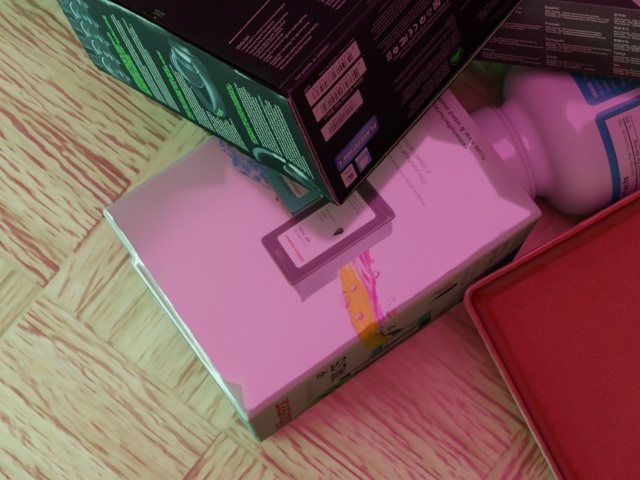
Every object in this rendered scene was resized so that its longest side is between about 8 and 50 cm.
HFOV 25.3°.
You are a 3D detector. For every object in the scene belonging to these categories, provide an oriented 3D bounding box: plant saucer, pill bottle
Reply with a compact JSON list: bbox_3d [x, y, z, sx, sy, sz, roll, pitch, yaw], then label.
[{"bbox_3d":[0.277,0.092,1.169,0.258,0.048,0.259,-29,95,-6],"label":"plant saucer"},{"bbox_3d":[0.254,-0.112,1.195,0.264,0.146,0.146,-22,78,-5],"label":"pill bottle"}]

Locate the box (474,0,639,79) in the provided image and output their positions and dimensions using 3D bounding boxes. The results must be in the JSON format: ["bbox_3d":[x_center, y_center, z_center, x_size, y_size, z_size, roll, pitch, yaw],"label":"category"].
[{"bbox_3d":[0.177,-0.249,1.179,0.307,0.076,0.242,10,51,19],"label":"box"}]

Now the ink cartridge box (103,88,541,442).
[{"bbox_3d":[0.000,0.000,1.143,0.270,0.198,0.197,-35,79,-7],"label":"ink cartridge box"}]

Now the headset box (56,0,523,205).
[{"bbox_3d":[-0.030,-0.201,1.048,0.283,0.131,0.246,30,70,32],"label":"headset box"}]
